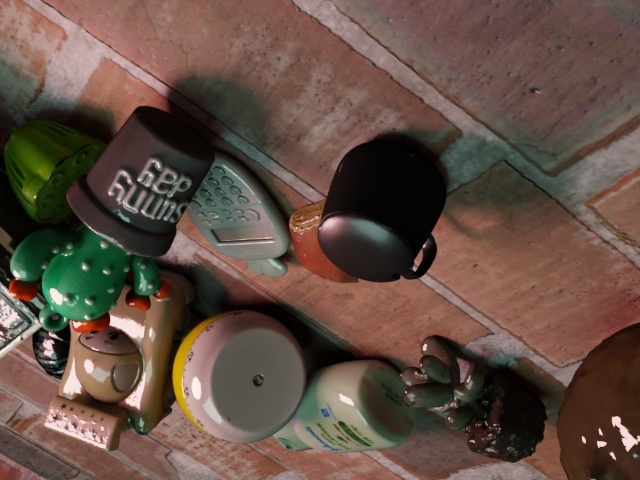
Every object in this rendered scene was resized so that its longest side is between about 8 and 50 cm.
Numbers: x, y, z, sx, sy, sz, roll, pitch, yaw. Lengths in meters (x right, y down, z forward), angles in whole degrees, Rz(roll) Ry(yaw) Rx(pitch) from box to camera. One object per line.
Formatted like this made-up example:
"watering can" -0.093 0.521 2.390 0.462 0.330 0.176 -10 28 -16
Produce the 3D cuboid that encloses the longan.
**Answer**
"longan" 0.538 0.302 1.290 0.391 0.391 0.391 17 144 13

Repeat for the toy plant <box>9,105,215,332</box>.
"toy plant" -0.339 -0.015 1.434 0.185 0.279 0.400 41 107 16

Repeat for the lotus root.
"lotus root" -0.483 -0.146 1.558 0.186 0.186 0.186 17 144 13

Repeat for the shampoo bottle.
"shampoo bottle" 0.026 0.357 1.874 0.222 0.151 0.350 41 143 -24

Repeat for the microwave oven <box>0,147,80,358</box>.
"microwave oven" -0.633 -0.015 1.599 0.247 0.333 0.394 -36 107 20

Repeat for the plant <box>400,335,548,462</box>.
"plant" 0.277 0.296 1.639 0.275 0.146 0.149 32 132 -11

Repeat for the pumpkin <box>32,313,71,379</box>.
"pumpkin" -0.550 0.223 2.019 0.140 0.202 0.202 21 149 38

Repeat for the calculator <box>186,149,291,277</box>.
"calculator" -0.148 -0.044 1.564 0.184 0.042 0.295 -3 133 34

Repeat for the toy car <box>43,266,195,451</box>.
"toy car" -0.415 0.220 1.803 0.242 0.226 0.335 16 108 18

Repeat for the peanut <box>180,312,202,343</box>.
"peanut" -0.335 0.177 1.927 0.193 0.089 0.089 15 143 15

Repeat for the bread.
"bread" 0.000 0.001 1.503 0.119 0.067 0.192 10 142 22

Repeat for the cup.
"cup" 0.102 -0.024 1.317 0.169 0.176 0.223 -13 128 38

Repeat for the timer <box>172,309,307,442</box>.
"timer" -0.184 0.268 1.817 0.285 0.285 0.285 17 144 13
